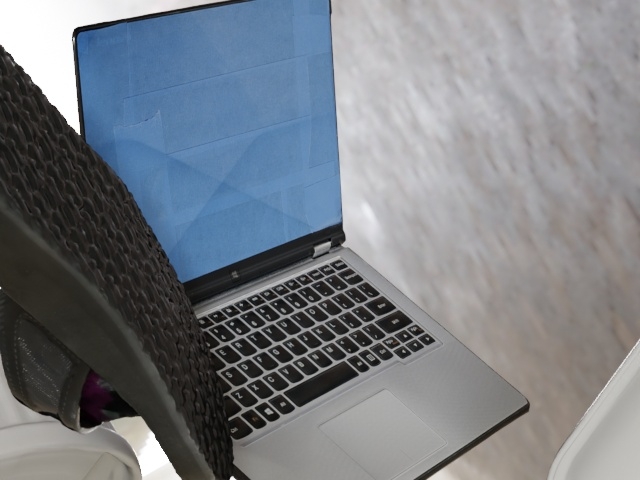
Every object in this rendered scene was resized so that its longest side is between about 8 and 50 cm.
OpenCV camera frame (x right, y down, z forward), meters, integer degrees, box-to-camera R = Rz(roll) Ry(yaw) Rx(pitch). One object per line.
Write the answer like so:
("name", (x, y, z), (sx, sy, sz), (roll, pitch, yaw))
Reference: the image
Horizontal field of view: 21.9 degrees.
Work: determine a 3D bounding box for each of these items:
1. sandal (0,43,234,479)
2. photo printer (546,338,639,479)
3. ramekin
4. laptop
("sandal", (-0.174, 0.023, 1.063), (0.446, 0.107, 0.168), (59, -163, -47))
("photo printer", (0.286, 0.095, 1.139), (0.107, 0.307, 0.256), (40, -161, 22))
("ramekin", (-0.301, 0.200, 1.437), (0.273, 0.273, 0.127), (73, 171, -60))
("laptop", (0.000, 0.000, 1.471), (0.408, 0.382, 0.236), (40, 122, 19))
